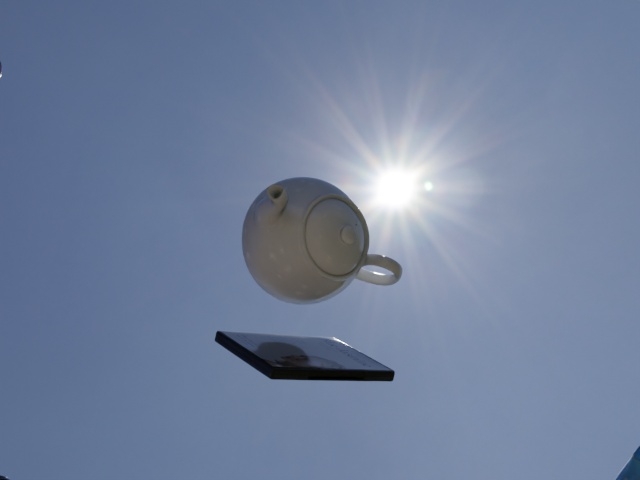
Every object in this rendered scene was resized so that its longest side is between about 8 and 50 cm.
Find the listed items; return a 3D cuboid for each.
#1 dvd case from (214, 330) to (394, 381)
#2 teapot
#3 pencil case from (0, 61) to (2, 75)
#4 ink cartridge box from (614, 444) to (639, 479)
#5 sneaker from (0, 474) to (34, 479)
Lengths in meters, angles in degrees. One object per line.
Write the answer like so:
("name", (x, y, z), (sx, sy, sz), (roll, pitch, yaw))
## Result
("dvd case", (-0.025, 0.192, 1.327), (0.253, 0.180, 0.022), (9, -83, -38))
("teapot", (0.000, 0.000, 1.432), (0.256, 0.187, 0.252), (-23, -80, -39))
("pencil case", (-0.411, -0.193, 0.871), (0.070, 0.152, 0.064), (-30, -58, -35))
("ink cartridge box", (0.357, 0.220, 0.673), (0.104, 0.180, 0.060), (-36, -30, -30))
("sneaker", (-0.485, 0.392, 1.182), (0.112, 0.131, 0.319), (-5, -28, -41))
